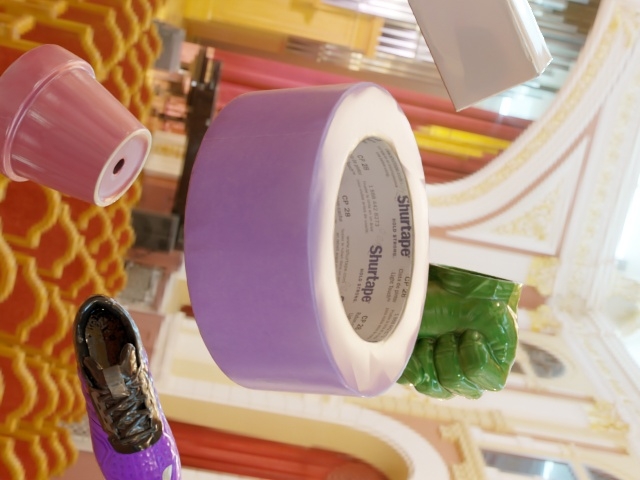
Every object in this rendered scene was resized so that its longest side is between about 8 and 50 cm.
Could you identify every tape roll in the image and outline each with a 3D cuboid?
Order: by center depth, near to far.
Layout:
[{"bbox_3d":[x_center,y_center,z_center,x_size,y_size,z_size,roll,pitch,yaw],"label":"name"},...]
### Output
[{"bbox_3d":[0.000,0.000,0.595,0.189,0.080,0.189,-1,91,-64],"label":"tape roll"}]

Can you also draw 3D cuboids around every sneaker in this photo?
[{"bbox_3d":[-0.254,0.200,1.219,0.146,0.102,0.294,113,-43,-68],"label":"sneaker"}]

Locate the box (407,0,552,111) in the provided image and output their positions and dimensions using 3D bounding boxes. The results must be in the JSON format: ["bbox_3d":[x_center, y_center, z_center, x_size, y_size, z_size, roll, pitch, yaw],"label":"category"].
[{"bbox_3d":[0.169,-0.220,1.003,0.130,0.091,0.170,65,23,-7],"label":"box"}]

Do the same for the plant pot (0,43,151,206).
[{"bbox_3d":[-0.349,-0.147,1.363,0.201,0.180,0.201,-56,172,-13],"label":"plant pot"}]

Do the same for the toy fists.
[{"bbox_3d":[0.080,0.087,1.045,0.096,0.279,0.142,5,96,-60],"label":"toy fists"}]
